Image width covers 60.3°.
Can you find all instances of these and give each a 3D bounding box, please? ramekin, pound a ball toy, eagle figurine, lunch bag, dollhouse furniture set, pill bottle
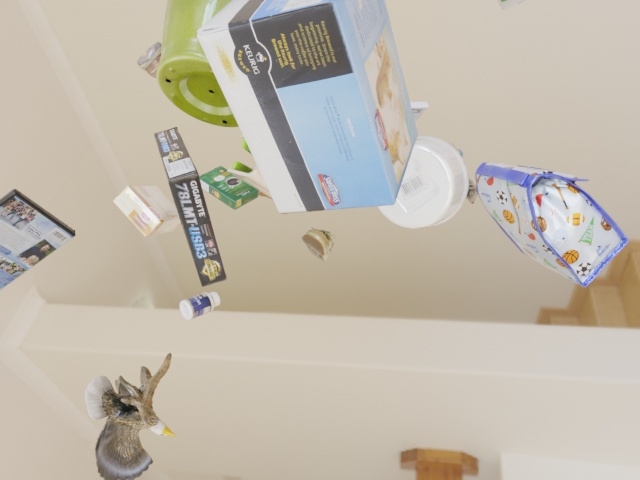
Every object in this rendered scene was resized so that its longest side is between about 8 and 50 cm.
[{"bbox_3d":[0.286,-0.166,1.629,0.135,0.277,0.277,-24,-64,-60],"label":"ramekin"},{"bbox_3d":[-0.145,-0.258,1.701,0.319,0.135,0.208,31,-102,-60],"label":"pound a ball toy"},{"bbox_3d":[-0.472,0.454,1.393,0.226,0.225,0.298,-22,-21,-43],"label":"eagle figurine"},{"bbox_3d":[0.682,-0.093,1.695,0.239,0.385,0.328,-49,18,2],"label":"lunch bag"},{"bbox_3d":[0.508,-0.243,2.017,0.129,0.129,0.184,-109,23,-49],"label":"dollhouse furniture set"},{"bbox_3d":[-0.544,0.291,2.503,0.169,0.094,0.094,-20,-65,-43],"label":"pill bottle"}]

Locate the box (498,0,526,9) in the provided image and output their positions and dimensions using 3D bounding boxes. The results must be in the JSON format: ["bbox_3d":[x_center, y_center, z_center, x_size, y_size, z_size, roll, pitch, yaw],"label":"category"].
[{"bbox_3d":[0.497,-0.671,1.412,0.087,0.101,0.102,13,-113,-56],"label":"box"}]

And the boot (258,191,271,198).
[{"bbox_3d":[-0.211,-0.198,2.281,0.283,0.220,0.109,122,139,-60],"label":"boot"}]

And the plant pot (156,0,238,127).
[{"bbox_3d":[-0.200,-0.464,1.243,0.366,0.366,0.353,70,-149,-63],"label":"plant pot"}]

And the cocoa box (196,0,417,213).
[{"bbox_3d":[0.004,-0.249,0.920,0.231,0.228,0.347,-67,-36,-43],"label":"cocoa box"}]

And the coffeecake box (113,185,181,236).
[{"bbox_3d":[-0.508,-0.092,1.654,0.142,0.068,0.185,48,-169,2],"label":"coffeecake box"}]

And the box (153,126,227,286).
[{"bbox_3d":[-0.316,-0.087,1.334,0.293,0.073,0.296,-123,19,-54],"label":"box"}]

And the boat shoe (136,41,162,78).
[{"bbox_3d":[-0.492,-0.566,1.774,0.116,0.123,0.324,45,-162,-18],"label":"boat shoe"}]

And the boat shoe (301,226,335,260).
[{"bbox_3d":[0.000,0.000,2.001,0.089,0.104,0.285,-51,-8,-8],"label":"boat shoe"}]

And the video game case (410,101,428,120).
[{"bbox_3d":[0.186,-0.361,1.650,0.193,0.212,0.023,134,129,-69],"label":"video game case"}]

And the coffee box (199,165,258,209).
[{"bbox_3d":[-0.309,-0.176,1.832,0.113,0.184,0.040,-36,-32,-41],"label":"coffee box"}]

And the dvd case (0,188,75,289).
[{"bbox_3d":[-0.738,0.006,1.291,0.180,0.253,0.022,51,-173,-46],"label":"dvd case"}]
